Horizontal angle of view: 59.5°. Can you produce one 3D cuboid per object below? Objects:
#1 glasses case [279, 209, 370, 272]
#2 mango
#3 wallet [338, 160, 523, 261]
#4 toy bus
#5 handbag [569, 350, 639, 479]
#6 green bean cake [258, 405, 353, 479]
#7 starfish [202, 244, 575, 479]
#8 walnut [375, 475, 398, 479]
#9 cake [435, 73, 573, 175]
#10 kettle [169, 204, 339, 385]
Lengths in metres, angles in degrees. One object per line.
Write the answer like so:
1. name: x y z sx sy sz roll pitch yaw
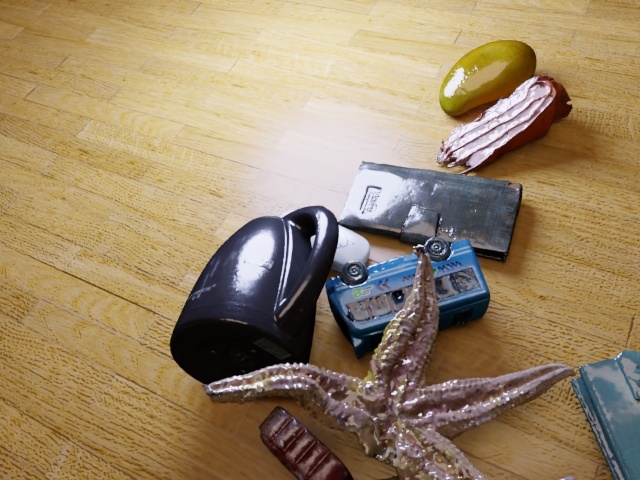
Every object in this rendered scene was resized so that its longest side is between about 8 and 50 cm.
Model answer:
1. glasses case: 0.000 0.000 1.039 0.197 0.049 0.076 25 63 25
2. mango: 0.350 -0.346 1.189 0.227 0.099 0.136 -31 62 -1
3. wallet: 0.203 -0.065 1.048 0.317 0.044 0.169 12 60 19
4. toy bus: 0.139 0.092 0.909 0.246 0.113 0.134 -16 60 -2
5. handbag: 0.512 0.267 0.730 0.268 0.100 0.274 -17 53 4
6. green bean cake: -0.020 0.303 0.779 0.135 0.136 0.056 36 70 28
7. starfish: 0.126 0.192 0.727 0.398 0.132 0.384 31 56 27
8. walnut: 0.099 0.398 0.661 0.238 0.141 0.204 -7 81 10
9. cake: 0.357 -0.228 1.098 0.287 0.135 0.098 -30 69 0
10. kettle: -0.075 0.069 0.899 0.268 0.207 0.290 -28 32 37
